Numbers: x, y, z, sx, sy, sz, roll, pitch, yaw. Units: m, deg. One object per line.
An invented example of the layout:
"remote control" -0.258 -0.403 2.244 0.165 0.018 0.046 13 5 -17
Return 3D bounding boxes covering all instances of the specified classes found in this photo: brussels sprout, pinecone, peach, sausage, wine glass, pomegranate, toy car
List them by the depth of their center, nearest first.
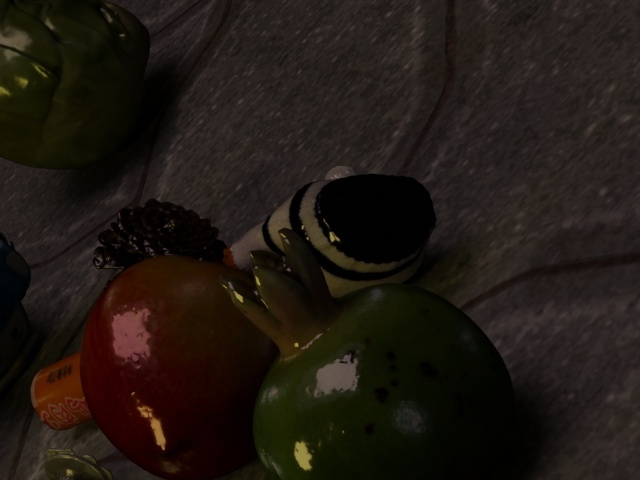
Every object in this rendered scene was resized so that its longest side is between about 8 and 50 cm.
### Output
"pomegranate" 0.023 0.094 1.065 0.187 0.225 0.187 -39 11 10
"peach" -0.112 0.115 1.299 0.197 0.197 0.197 -35 27 21
"wine glass" -0.247 0.268 1.400 0.072 0.072 0.155 -23 33 39
"sausage" -0.189 0.123 1.528 0.234 0.071 0.071 -26 32 38
"pinecone" -0.164 0.028 1.569 0.140 0.140 0.121 -99 14 -60
"toy car" -0.411 0.103 1.779 0.198 0.166 0.314 -59 11 -25
"brussels sprout" -0.373 -0.228 2.067 0.328 0.328 0.247 -91 26 -56

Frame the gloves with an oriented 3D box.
"gloves" 0.012 0.010 1.344 0.140 0.131 0.218 -35 -10 -26
